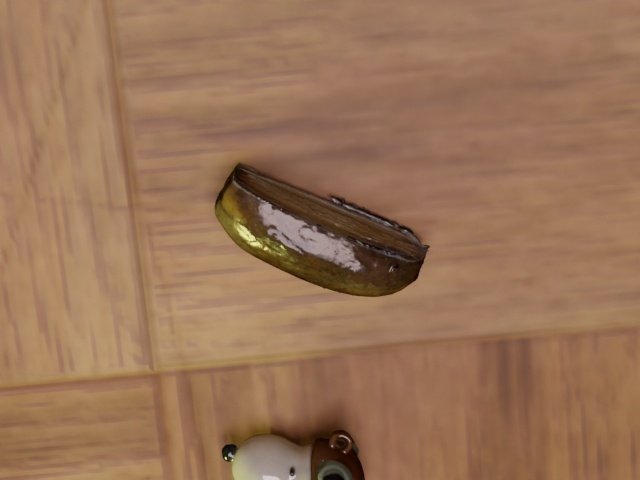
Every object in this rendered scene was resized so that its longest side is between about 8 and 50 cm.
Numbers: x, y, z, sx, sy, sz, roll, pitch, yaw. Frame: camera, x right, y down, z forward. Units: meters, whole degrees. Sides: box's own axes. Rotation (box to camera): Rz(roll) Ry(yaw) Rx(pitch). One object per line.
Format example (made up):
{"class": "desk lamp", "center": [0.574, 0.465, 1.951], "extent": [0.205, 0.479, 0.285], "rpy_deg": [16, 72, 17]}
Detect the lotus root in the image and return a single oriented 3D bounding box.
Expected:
{"class": "lotus root", "center": [-0.001, 0.002, 0.649], "extent": [0.083, 0.037, 0.030], "rpy_deg": [21, 111, -9]}

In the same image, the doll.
{"class": "doll", "center": [-0.011, 0.114, 0.687], "extent": [0.058, 0.040, 0.085], "rpy_deg": [4, 105, 10]}
